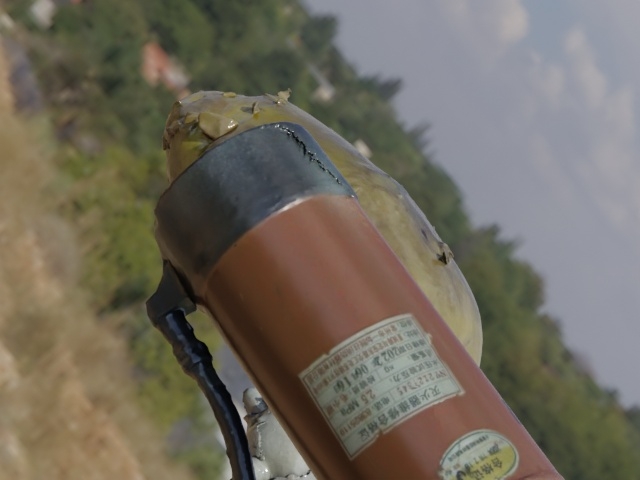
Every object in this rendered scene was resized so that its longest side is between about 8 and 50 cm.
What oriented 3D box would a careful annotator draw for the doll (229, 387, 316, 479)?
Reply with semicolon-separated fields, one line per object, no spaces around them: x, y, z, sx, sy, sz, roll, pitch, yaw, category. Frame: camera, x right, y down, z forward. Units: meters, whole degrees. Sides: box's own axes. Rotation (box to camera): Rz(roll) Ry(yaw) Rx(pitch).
0.001;0.209;1.895;0.149;0.192;0.095;-92;-171;-48;doll

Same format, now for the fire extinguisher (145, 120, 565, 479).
0.027;0.126;1.083;0.113;0.200;0.376;1;46;-56;fire extinguisher

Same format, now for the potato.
0.000;0.000;1.373;0.296;0.141;0.191;45;12;15;potato
